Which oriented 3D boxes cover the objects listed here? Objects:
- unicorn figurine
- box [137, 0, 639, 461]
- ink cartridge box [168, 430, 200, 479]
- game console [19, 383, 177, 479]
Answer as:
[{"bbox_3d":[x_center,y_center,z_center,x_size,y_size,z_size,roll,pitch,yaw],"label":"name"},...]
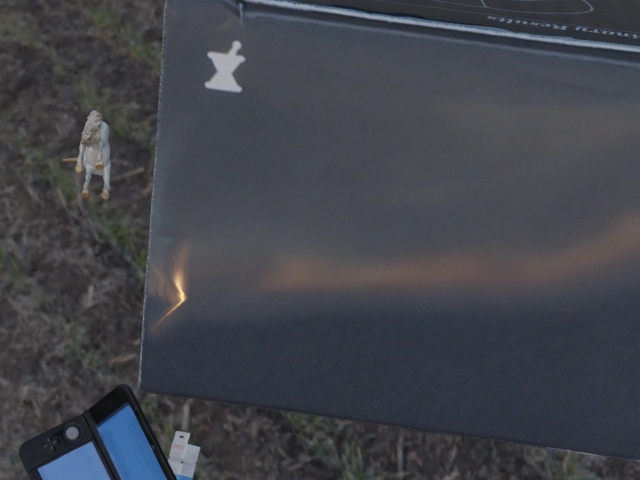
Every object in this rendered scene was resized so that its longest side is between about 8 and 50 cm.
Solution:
[{"bbox_3d":[-0.305,-0.112,1.538,0.060,0.162,0.111,12,50,-19],"label":"unicorn figurine"},{"bbox_3d":[0.075,-0.063,0.713,0.293,0.212,0.395,8,20,2],"label":"box"},{"bbox_3d":[-0.223,0.354,1.849,0.048,0.028,0.083,-4,69,53],"label":"ink cartridge box"},{"bbox_3d":[-0.188,0.202,0.976,0.107,0.071,0.122,-25,79,-17],"label":"game console"}]
